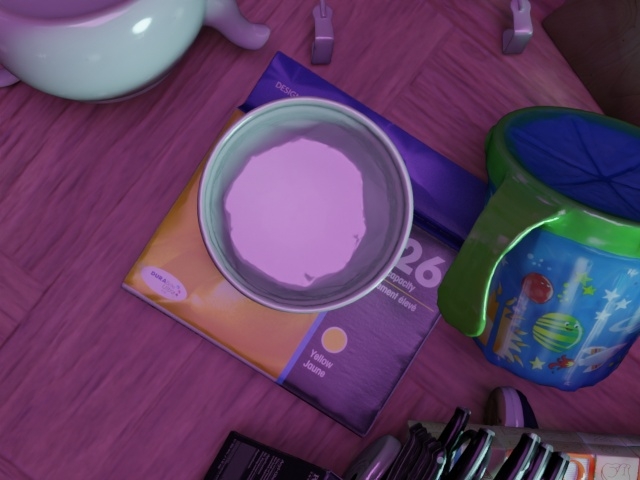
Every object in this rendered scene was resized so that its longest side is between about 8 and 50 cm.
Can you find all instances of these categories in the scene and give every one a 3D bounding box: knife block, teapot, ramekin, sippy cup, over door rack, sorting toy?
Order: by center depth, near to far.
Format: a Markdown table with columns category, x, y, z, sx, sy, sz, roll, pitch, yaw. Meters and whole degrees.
| category | x | y | z | sx | sy | sz | roll | pitch | yaw |
| --- | --- | --- | --- | --- | --- | --- | --- | --- | --- |
| knife block | 0.116 | 0.296 | 1.046 | 0.242 | 0.088 | 0.276 | -14 | 101 | -9 |
| ramekin | -0.018 | -0.032 | 1.160 | 0.207 | 0.109 | 0.207 | 0 | 88 | -6 |
| sippy cup | 0.250 | 0.017 | 1.172 | 0.305 | 0.240 | 0.224 | 8 | 121 | -12 |
| teapot | -0.228 | -0.227 | 1.187 | 0.256 | 0.187 | 0.252 | 32 | 65 | 23 |
| sorting toy | 0.376 | -0.179 | 1.191 | 0.089 | 0.257 | 0.255 | -36 | 91 | -13 |
| over door rack | 0.105 | -0.360 | 1.249 | 0.239 | 0.108 | 0.324 | -3 | 88 | -4 |

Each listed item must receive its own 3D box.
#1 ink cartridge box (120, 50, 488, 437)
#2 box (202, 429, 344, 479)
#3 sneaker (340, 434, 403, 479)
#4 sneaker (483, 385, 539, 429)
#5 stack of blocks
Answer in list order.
| category | x | y | z | sx | sy | sz | roll | pitch | yaw |
| --- | --- | --- | --- | --- | --- | --- | --- | --- | --- |
| ink cartridge box | 0.000 | 0.000 | 1.246 | 0.303 | 0.072 | 0.307 | 32 | 87 | -2 |
| box | -0.072 | 0.336 | 1.137 | 0.103 | 0.184 | 0.261 | 38 | 74 | -28 |
| sneaker | 0.053 | 0.319 | 1.236 | 0.121 | 0.079 | 0.217 | 35 | 94 | -6 |
| sneaker | 0.264 | 0.283 | 1.238 | 0.153 | 0.099 | 0.282 | -9 | 93 | -2 |
| stack of blocks | 0.226 | 0.276 | 1.142 | 0.297 | 0.087 | 0.171 | 5 | 96 | -2 |
